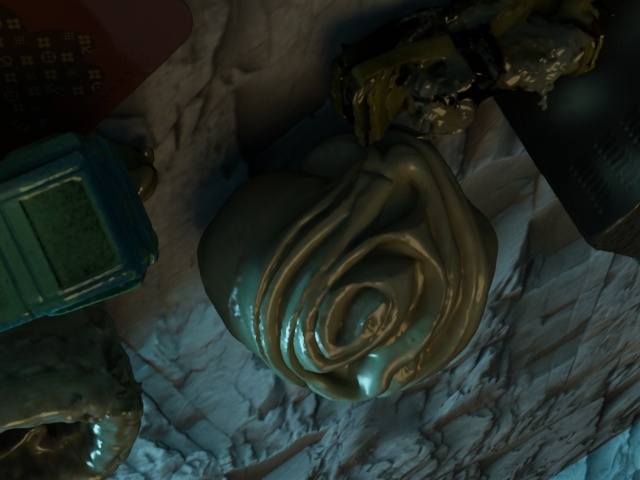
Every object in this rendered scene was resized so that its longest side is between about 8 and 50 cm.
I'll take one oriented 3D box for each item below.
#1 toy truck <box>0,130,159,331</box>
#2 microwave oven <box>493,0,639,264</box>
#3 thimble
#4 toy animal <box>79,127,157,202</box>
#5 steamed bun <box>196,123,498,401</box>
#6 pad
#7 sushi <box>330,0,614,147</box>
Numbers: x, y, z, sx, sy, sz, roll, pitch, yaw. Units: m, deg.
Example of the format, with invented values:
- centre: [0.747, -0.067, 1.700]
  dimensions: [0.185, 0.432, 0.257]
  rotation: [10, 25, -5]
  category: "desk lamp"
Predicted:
- centre: [-0.289, 0.012, 0.742]
  dimensions: [0.279, 0.155, 0.156]
  rotation: [-20, -167, 4]
  category: "toy truck"
- centre: [0.481, -0.139, 1.023]
  dimensions: [0.432, 0.236, 0.374]
  rotation: [10, 136, -40]
  category: "microwave oven"
- centre: [-0.356, 0.185, 1.014]
  dimensions: [0.292, 0.195, 0.291]
  rotation: [-20, 150, -13]
  category: "thimble"
- centre: [-0.245, -0.030, 0.882]
  dimensions: [0.219, 0.103, 0.101]
  rotation: [-40, 168, 18]
  category: "toy animal"
- centre: [0.043, 0.061, 0.943]
  dimensions: [0.310, 0.219, 0.324]
  rotation: [-30, 128, 14]
  category: "steamed bun"
- centre: [-0.253, -0.151, 0.740]
  dimensions: [0.267, 0.004, 0.181]
  rotation: [-38, 137, 21]
  category: "pad"
- centre: [0.152, -0.169, 0.877]
  dimensions: [0.291, 0.131, 0.139]
  rotation: [-22, 146, -15]
  category: "sushi"
